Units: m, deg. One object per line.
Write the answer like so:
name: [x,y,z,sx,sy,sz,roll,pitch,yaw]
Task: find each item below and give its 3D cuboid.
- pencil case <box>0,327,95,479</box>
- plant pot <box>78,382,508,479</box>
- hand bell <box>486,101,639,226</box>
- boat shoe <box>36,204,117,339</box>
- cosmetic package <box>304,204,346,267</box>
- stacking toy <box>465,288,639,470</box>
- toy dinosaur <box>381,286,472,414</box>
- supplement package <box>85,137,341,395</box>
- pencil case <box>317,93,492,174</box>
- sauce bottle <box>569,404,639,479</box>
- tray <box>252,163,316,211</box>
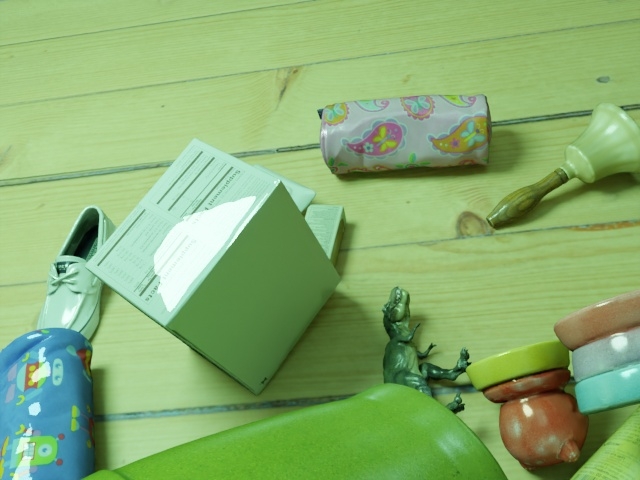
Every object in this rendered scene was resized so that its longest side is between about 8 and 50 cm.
pencil case: [-0.349,0.251,0.815,0.133,0.119,0.306,0,45,-21]
plant pot: [-0.016,0.304,0.565,0.353,0.366,0.366,-21,46,-33]
hand bell: [0.359,-0.092,1.000,0.242,0.126,0.126,-33,51,1]
boat shoe: [-0.383,0.057,1.010,0.095,0.084,0.258,-4,49,7]
cosmetic package: [0.000,0.000,1.012,0.060,0.041,0.115,5,51,16]
stacking toy: [0.339,0.145,0.690,0.280,0.309,0.130,-8,68,-16]
toy dinosaur: [0.124,0.181,0.824,0.118,0.064,0.268,-8,50,23]
supplement package: [-0.116,0.042,0.830,0.145,0.262,0.204,29,74,29]
pencil case: [0.137,-0.174,1.086,0.284,0.124,0.124,-4,50,9]
sauce bottle: [0.388,0.218,0.704,0.344,0.111,0.111,-36,53,-20]
tray: [-0.142,-0.012,1.030,0.145,0.030,0.270,28,69,32]
